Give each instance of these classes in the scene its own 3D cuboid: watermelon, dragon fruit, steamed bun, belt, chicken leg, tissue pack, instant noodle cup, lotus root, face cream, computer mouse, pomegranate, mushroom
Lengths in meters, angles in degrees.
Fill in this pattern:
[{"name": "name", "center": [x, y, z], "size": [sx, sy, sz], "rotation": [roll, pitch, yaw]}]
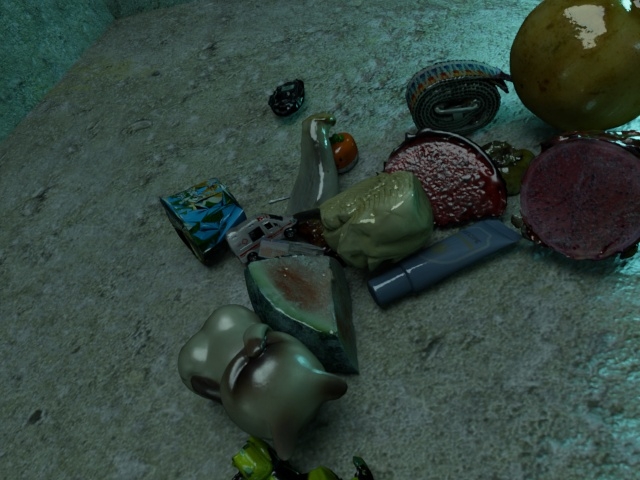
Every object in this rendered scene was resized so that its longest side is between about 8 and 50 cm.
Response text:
[{"name": "watermelon", "center": [-0.025, 0.140, 1.215], "size": [0.387, 0.228, 0.258], "rotation": [32, 58, 33]}, {"name": "dragon fruit", "center": [0.324, -0.171, 1.364], "size": [0.343, 0.100, 0.282], "rotation": [-5, 90, 22]}, {"name": "steamed bun", "center": [0.143, -0.032, 1.256], "size": [0.289, 0.203, 0.276], "rotation": [-23, 23, 25]}, {"name": "belt", "center": [0.415, -0.425, 1.521], "size": [0.294, 0.207, 0.161], "rotation": [-3, 44, 0]}, {"name": "chicken leg", "center": [0.000, 0.000, 1.413], "size": [0.105, 0.063, 0.234], "rotation": [-25, 44, -7]}, {"name": "dragon fruit", "center": [0.644, -0.108, 1.133], "size": [0.314, 0.296, 0.263], "rotation": [19, 26, 38]}, {"name": "tissue pack", "center": [-0.080, 0.034, 1.344], "size": [0.155, 0.115, 0.065], "rotation": [6, 85, 54]}, {"name": "instant noodle cup", "center": [-0.346, -0.073, 1.513], "size": [0.178, 0.240, 0.240], "rotation": [-36, 46, -19]}, {"name": "lotus root", "center": [0.502, -0.220, 1.391], "size": [0.183, 0.078, 0.204], "rotation": [2, 50, 23]}, {"name": "face cream", "center": [0.298, 0.047, 1.235], "size": [0.385, 0.086, 0.135], "rotation": [-26, 31, -6]}, {"name": "computer mouse", "center": [-0.123, -0.543, 1.928], "size": [0.146, 0.078, 0.242], "rotation": [-6, 45, 17]}, {"name": "pomegranate", "center": [0.711, -0.496, 1.308], "size": [0.416, 0.417, 0.417], "rotation": [-11, 47, 13]}, {"name": "mushroom", "center": [-0.021, -0.228, 1.510], "size": [0.159, 0.122, 0.329], "rotation": [2, 84, 0]}]

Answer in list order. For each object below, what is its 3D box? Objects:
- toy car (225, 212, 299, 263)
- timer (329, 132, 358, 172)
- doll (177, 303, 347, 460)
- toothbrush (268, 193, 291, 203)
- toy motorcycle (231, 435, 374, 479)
[{"name": "toy car", "center": [-0.169, -0.027, 1.448], "size": [0.209, 0.108, 0.089], "rotation": [-32, 19, -1]}, {"name": "timer", "center": [0.065, -0.292, 1.603], "size": [0.099, 0.136, 0.136], "rotation": [6, 53, 20]}, {"name": "doll", "center": [-0.149, 0.272, 1.053], "size": [0.215, 0.226, 0.370], "rotation": [-40, 26, -30]}, {"name": "toothbrush", "center": [-0.108, -0.142, 1.615], "size": [0.131, 0.013, 0.011], "rotation": [-17, 36, 9]}, {"name": "toy motorcycle", "center": [-0.024, 0.481, 0.943], "size": [0.342, 0.142, 0.206], "rotation": [17, 59, 31]}]
